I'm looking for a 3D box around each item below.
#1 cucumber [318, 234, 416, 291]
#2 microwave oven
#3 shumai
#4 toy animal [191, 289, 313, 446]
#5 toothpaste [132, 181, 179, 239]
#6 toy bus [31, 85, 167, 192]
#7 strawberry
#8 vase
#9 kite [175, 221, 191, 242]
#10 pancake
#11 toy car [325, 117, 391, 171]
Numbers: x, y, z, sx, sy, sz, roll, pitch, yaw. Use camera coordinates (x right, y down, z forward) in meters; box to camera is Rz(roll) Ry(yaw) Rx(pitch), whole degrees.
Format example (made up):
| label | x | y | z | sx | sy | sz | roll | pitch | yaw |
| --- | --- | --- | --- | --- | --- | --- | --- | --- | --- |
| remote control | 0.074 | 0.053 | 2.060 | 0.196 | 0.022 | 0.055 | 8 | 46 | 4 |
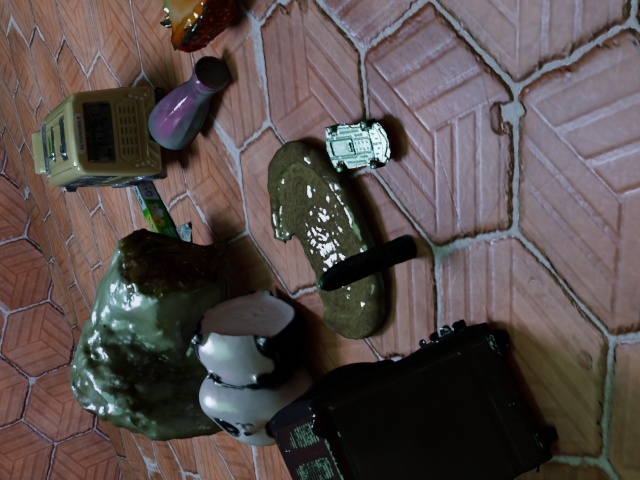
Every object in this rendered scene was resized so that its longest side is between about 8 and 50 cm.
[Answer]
| label | x | y | z | sx | sy | sz | roll | pitch | yaw |
| --- | --- | --- | --- | --- | --- | --- | --- | --- | --- |
| cucumber | 0.052 | 0.029 | 1.031 | 0.032 | 0.133 | 0.032 | 44 | 146 | 41 |
| microwave oven | 0.091 | 0.211 | 0.960 | 0.188 | 0.247 | 0.178 | 67 | 156 | 8 |
| shumai | -0.276 | 0.145 | 1.577 | 0.397 | 0.324 | 0.323 | -123 | 40 | -66 |
| toy animal | -0.101 | 0.217 | 1.405 | 0.187 | 0.165 | 0.235 | 1 | 109 | 18 |
| toothpaste | -0.344 | -0.051 | 1.829 | 0.178 | 0.037 | 0.043 | 61 | 155 | 22 |
| toy bus | -0.425 | -0.190 | 1.681 | 0.365 | 0.202 | 0.176 | -3 | 93 | 64 |
| strawberry | -0.172 | -0.345 | 1.257 | 0.192 | 0.085 | 0.140 | -47 | 58 | 55 |
| vase | -0.211 | -0.225 | 1.423 | 0.214 | 0.086 | 0.086 | -33 | 78 | 58 |
| kite | -0.259 | 0.018 | 1.754 | 0.157 | 0.011 | 0.139 | 43 | 146 | 45 |
| pancake | 0.000 | 0.000 | 1.223 | 0.286 | 0.033 | 0.288 | 12 | 119 | 59 |
| toy car | 0.048 | -0.116 | 1.051 | 0.122 | 0.035 | 0.059 | 0 | 108 | 53 |
